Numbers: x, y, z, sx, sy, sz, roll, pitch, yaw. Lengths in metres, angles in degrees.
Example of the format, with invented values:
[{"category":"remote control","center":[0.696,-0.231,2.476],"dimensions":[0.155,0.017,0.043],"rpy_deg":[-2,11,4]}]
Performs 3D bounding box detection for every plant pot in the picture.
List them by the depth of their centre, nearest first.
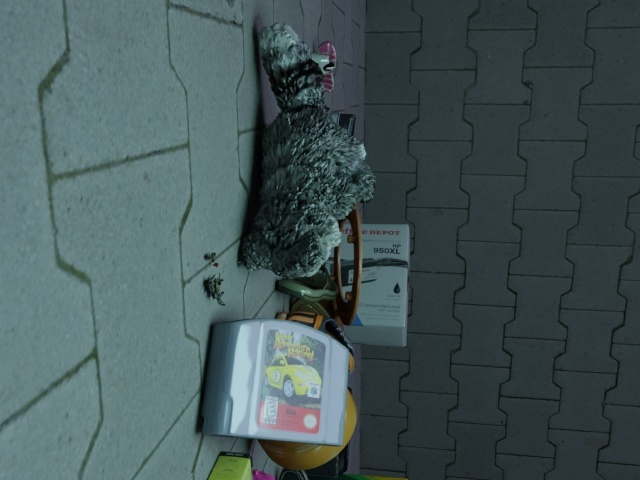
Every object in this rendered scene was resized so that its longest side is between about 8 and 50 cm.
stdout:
[{"category":"plant pot","center":[-0.054,0.300,1.206],"dimensions":[0.205,0.205,0.188],"rpy_deg":[-78,152,-47]}]

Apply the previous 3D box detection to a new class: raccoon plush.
[{"category":"raccoon plush","center":[-0.084,-0.140,1.157],"dimensions":[0.447,0.216,0.299],"rpy_deg":[59,35,-15]}]

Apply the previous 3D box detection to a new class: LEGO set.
[{"category":"LEGO set","center":[-0.165,0.061,0.958],"dimensions":[0.054,0.023,0.083],"rpy_deg":[46,34,-80]}]

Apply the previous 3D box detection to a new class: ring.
[{"category":"ring","center":[0.059,0.053,1.631],"dimensions":[0.336,0.032,0.337],"rpy_deg":[-178,-90,-81]}]

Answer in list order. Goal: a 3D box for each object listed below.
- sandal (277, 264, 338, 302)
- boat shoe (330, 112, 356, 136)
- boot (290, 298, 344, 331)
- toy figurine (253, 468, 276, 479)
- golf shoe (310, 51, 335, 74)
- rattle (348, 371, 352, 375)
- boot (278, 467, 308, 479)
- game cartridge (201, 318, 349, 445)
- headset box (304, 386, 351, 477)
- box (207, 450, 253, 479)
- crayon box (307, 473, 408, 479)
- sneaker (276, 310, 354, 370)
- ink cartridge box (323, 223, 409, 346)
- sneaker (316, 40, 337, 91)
[{"category":"sandal","center":[-0.019,0.094,1.524],"dimensions":[0.303,0.120,0.086],"rpy_deg":[6,96,-80]},{"category":"boat shoe","center":[0.079,-0.289,2.129],"dimensions":[0.108,0.102,0.302],"rpy_deg":[61,32,-73]},{"category":"boot","center":[-0.007,0.173,1.709],"dimensions":[0.283,0.109,0.220],"rpy_deg":[51,23,-43]},{"category":"toy figurine","center":[-0.119,0.495,1.112],"dimensions":[0.173,0.130,0.159],"rpy_deg":[115,-22,-49]},{"category":"golf shoe","center":[-0.001,-0.448,1.655],"dimensions":[0.176,0.085,0.069],"rpy_deg":[0,90,-82]},{"category":"rattle","center":[0.025,0.446,2.081],"dimensions":[0.200,0.130,0.143],"rpy_deg":[-56,-171,53]},{"category":"boot","center":[-0.079,0.645,1.411],"dimensions":[0.178,0.085,0.237],"rpy_deg":[23,69,-78]},{"category":"game cartridge","center":[-0.061,0.235,1.050],"dimensions":[0.294,0.060,0.196],"rpy_deg":[22,62,-42]},{"category":"headset box","center":[0.005,0.524,1.761],"dimensions":[0.283,0.131,0.247],"rpy_deg":[63,30,-71]},{"category":"box","center":[-0.157,0.430,0.955],"dimensions":[0.232,0.058,0.088],"rpy_deg":[-67,157,-68]},{"category":"crayon box","center":[0.088,0.856,1.781],"dimensions":[0.106,0.312,0.363],"rpy_deg":[-43,134,-77]},{"category":"sneaker","center":[-0.013,0.322,1.444],"dimensions":[0.124,0.179,0.321],"rpy_deg":[-60,151,-71]},{"category":"ink cartridge box","center":[0.157,0.143,2.138],"dimensions":[0.166,0.285,0.395],"rpy_deg":[78,16,-56]},{"category":"sneaker","center":[0.018,-0.522,1.836],"dimensions":[0.170,0.063,0.075],"rpy_deg":[87,9,-56]}]
